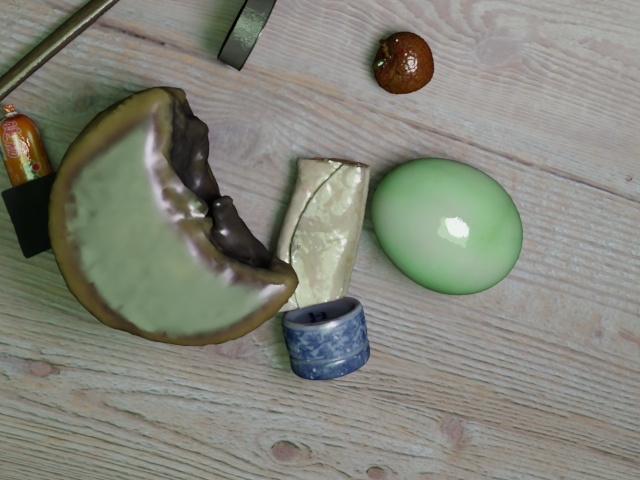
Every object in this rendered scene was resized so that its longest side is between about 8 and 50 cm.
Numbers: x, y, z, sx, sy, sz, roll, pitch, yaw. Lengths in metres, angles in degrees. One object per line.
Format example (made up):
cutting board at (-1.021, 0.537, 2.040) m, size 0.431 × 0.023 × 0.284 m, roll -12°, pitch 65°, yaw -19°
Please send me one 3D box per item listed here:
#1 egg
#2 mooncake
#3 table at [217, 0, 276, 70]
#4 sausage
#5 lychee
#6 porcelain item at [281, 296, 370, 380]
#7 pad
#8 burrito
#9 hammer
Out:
egg at (0.213, -0.024, 1.555) m, size 0.269 × 0.220 × 0.220 m, roll 26°, pitch 98°, yaw -14°
mooncake at (-0.224, -0.042, 1.446) m, size 0.393 × 0.246 × 0.394 m, roll 9°, pitch 89°, yaw -12°
table at (-0.118, -0.340, 1.469) m, size 0.043 × 0.133 × 0.133 m, roll 27°, pitch 98°, yaw -13°
sausage at (-0.473, -0.107, 1.497) m, size 0.071 × 0.071 × 0.234 m, roll -17°, pitch 106°, yaw -5°
lychee at (0.135, -0.304, 1.531) m, size 0.140 × 0.114 × 0.101 m, roll 37°, pitch 51°, yaw -32°
porcelain item at (0.011, 0.173, 1.606) m, size 0.147 × 0.147 × 0.114 m, roll -12°, pitch 104°, yaw -7°
pad at (-0.416, -0.058, 1.498) m, size 0.193 × 0.004 × 0.116 m, roll -28°, pitch 110°, yaw -37°
burrito at (-0.004, -0.001, 1.587) m, size 0.143 × 0.105 × 0.299 m, roll 13°, pitch 102°, yaw -3°
hammer at (-0.453, -0.286, 1.455) m, size 0.365 × 0.111 × 0.043 m, roll -42°, pitch 147°, yaw -4°
